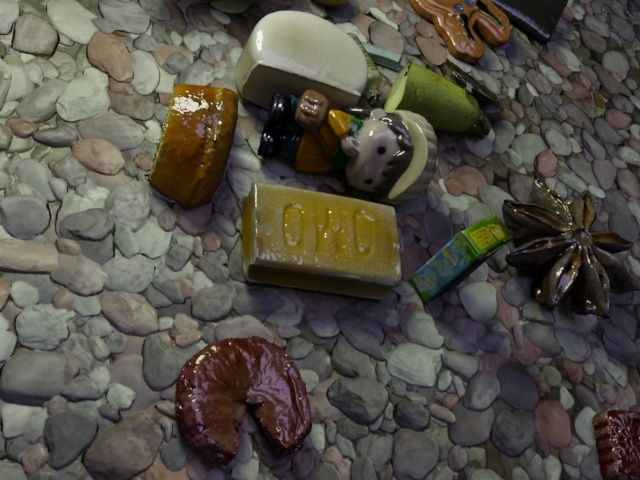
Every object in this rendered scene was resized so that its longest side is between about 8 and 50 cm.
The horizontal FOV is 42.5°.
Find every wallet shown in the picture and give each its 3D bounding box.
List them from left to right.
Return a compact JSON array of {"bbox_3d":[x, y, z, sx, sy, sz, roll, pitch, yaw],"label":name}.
[{"bbox_3d":[0.466,-0.634,2.076,0.321,0.044,0.170,31,62,-3],"label":"wallet"}]

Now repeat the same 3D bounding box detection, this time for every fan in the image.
[{"bbox_3d":[0.327,-0.340,1.791,0.152,0.008,0.226,37,23,-2],"label":"fan"}]

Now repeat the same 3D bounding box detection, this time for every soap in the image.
[{"bbox_3d":[0.000,0.000,1.442,0.274,0.089,0.173,9,60,-22],"label":"soap"}]

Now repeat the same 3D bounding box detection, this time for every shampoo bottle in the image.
[{"bbox_3d":[0.078,-0.342,1.686,0.079,0.079,0.162,-20,74,-34],"label":"shampoo bottle"}]

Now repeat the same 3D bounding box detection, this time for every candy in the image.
[{"bbox_3d":[0.249,0.036,1.479,0.097,0.194,0.062,-26,75,-35],"label":"candy"}]

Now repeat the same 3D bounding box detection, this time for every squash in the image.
[{"bbox_3d":[0.254,-0.294,1.731,0.287,0.137,0.137,7,59,-31],"label":"squash"}]

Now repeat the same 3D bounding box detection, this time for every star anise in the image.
[{"bbox_3d":[0.498,0.022,1.668,0.332,0.117,0.331,10,54,-13],"label":"star anise"}]

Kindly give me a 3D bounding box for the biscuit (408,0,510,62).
[{"bbox_3d":[0.308,-0.575,1.947,0.202,0.047,0.334,-31,79,-28],"label":"biscuit"}]

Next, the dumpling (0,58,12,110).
[{"bbox_3d":[-0.586,-0.213,1.249,0.216,0.126,0.166,-3,80,-32],"label":"dumpling"}]

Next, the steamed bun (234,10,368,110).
[{"bbox_3d":[-0.034,-0.337,1.582,0.242,0.146,0.164,14,60,-19],"label":"steamed bun"}]

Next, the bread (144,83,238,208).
[{"bbox_3d":[-0.209,-0.193,1.418,0.129,0.134,0.260,17,56,-16],"label":"bread"}]

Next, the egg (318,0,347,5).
[{"bbox_3d":[0.019,-0.550,1.777,0.096,0.080,0.080,10,58,-25],"label":"egg"}]

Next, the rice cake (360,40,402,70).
[{"bbox_3d":[0.101,-0.406,1.768,0.171,0.029,0.033,14,50,-21],"label":"rice cake"}]

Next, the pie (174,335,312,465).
[{"bbox_3d":[-0.116,0.244,1.259,0.219,0.054,0.204,-14,70,-33],"label":"pie"}]

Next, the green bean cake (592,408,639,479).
[{"bbox_3d":[0.580,0.385,1.532,0.136,0.056,0.135,11,57,-21],"label":"green bean cake"}]

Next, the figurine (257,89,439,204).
[{"bbox_3d":[0.061,-0.185,1.539,0.332,0.185,0.204,22,29,5],"label":"figurine"}]
